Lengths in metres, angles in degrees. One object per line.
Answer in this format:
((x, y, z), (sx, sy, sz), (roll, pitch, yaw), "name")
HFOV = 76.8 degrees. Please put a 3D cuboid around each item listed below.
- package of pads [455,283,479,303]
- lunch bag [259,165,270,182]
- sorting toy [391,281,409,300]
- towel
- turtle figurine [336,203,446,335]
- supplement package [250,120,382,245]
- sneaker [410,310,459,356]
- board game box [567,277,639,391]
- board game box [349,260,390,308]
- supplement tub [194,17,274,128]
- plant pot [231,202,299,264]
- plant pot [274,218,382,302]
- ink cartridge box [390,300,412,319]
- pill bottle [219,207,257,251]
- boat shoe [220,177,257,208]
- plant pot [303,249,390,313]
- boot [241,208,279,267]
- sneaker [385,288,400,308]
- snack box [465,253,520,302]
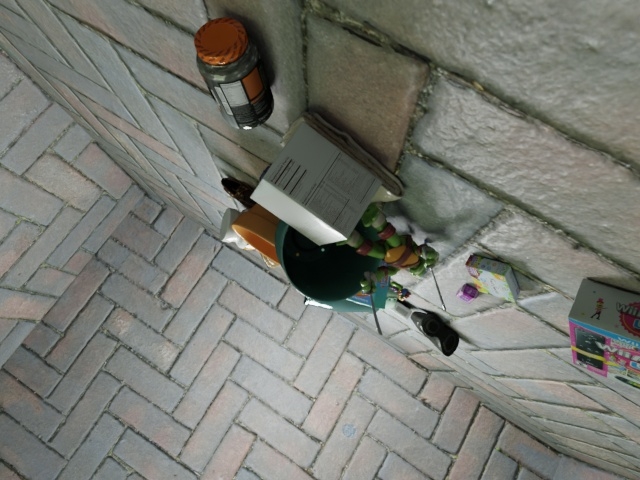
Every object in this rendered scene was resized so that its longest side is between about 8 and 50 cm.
((0.440, 0.161, 1.213), (0.050, 0.032, 0.083), (27, 165, 14), "package of pads")
((-0.142, -0.185, 1.251), (0.065, 0.067, 0.098), (16, 157, 48), "lunch bag")
((0.316, 0.210, 1.614), (0.102, 0.042, 0.061), (40, 164, -23), "sorting toy")
((0.044, -0.177, 0.926), (0.282, 0.049, 0.187), (37, 167, -17), "towel")
((0.175, 0.059, 0.986), (0.266, 0.275, 0.198), (37, 157, -23), "turtle figurine")
((-0.017, -0.109, 0.873), (0.203, 0.149, 0.194), (35, 166, -12), "supplement package")
((0.498, 0.394, 1.756), (0.286, 0.109, 0.130), (48, 170, -25), "sneaker")
((0.646, 0.216, 0.827), (0.224, 0.097, 0.303), (20, 160, 41), "board game box")
((0.153, 0.094, 1.256), (0.047, 0.210, 0.160), (10, 176, -27), "board game box")
((-0.162, -0.314, 0.775), (0.117, 0.117, 0.190), (29, 164, 16), "supplement tub")
((-0.131, -0.049, 1.402), (0.291, 0.203, 0.291), (31, 166, 8), "plant pot")
((0.000, 0.000, 1.162), (0.293, 0.293, 0.235), (39, 177, -23), "plant pot")
((0.319, 0.278, 1.864), (0.181, 0.056, 0.224), (32, -176, 2), "ink cartridge box")
((-0.243, -0.035, 1.597), (0.278, 0.162, 0.162), (12, 175, -26), "pill bottle")
((-0.313, -0.188, 1.597), (0.207, 0.073, 0.073), (26, 166, 25), "boat shoe")
((0.103, 0.141, 1.451), (0.255, 0.272, 0.271), (20, 166, -5), "plant pot")
((-0.288, -0.018, 1.908), (0.220, 0.109, 0.283), (21, 142, 59), "boot")
((0.248, 0.189, 1.664), (0.151, 0.094, 0.256), (-8, 131, 7), "sneaker")
((0.430, 0.095, 1.005), (0.100, 0.037, 0.141), (17, 158, 44), "snack box")
